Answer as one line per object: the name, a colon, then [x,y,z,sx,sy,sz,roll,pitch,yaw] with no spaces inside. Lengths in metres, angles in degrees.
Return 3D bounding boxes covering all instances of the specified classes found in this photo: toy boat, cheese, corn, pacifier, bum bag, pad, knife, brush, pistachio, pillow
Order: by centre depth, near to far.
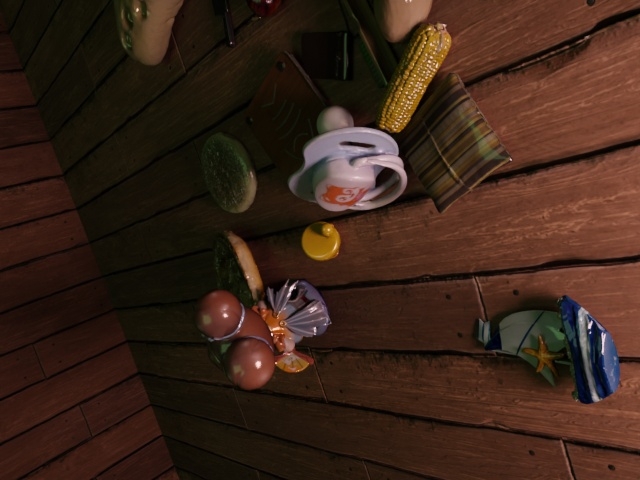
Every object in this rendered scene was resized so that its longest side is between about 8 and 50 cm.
pistachio: [0.159,-0.455,0.977,0.113,0.113,0.149,30,145,34]
corn: [0.181,-0.322,1.015,0.080,0.080,0.238,45,126,22]
pillow: [0.254,-0.190,1.027,0.212,0.052,0.208,60,140,12]
toy boat: [0.443,0.208,1.030,0.291,0.066,0.221,2,109,58]
brush: [0.095,-0.451,1.079,0.283,0.054,0.048,65,158,2]
pacifier: [0.054,-0.200,1.145,0.299,0.243,0.233,129,136,-60]
bum bag: [0.010,-0.433,1.194,0.159,0.026,0.109,18,121,41]
pad: [-0.077,-0.302,1.340,0.284,0.018,0.286,55,141,7]
knife: [-0.278,-0.657,1.405,0.072,0.019,0.246,5,108,49]
cheese: [-0.513,-0.698,1.543,0.350,0.129,0.329,23,121,40]

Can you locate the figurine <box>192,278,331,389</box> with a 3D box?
figurine: [-0.150,0.246,1.400,0.277,0.387,0.248,51,135,19]

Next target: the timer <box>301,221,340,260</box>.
timer: [0.000,0.000,1.341,0.107,0.109,0.107,-3,79,14]

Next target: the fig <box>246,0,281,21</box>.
fig: [-0.143,-0.582,1.259,0.089,0.088,0.125,59,164,8]

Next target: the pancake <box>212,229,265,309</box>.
pancake: [-0.273,0.143,1.686,0.387,0.082,0.388,36,134,50]

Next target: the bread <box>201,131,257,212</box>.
bread: [-0.297,-0.210,1.608,0.266,0.040,0.267,21,121,39]
